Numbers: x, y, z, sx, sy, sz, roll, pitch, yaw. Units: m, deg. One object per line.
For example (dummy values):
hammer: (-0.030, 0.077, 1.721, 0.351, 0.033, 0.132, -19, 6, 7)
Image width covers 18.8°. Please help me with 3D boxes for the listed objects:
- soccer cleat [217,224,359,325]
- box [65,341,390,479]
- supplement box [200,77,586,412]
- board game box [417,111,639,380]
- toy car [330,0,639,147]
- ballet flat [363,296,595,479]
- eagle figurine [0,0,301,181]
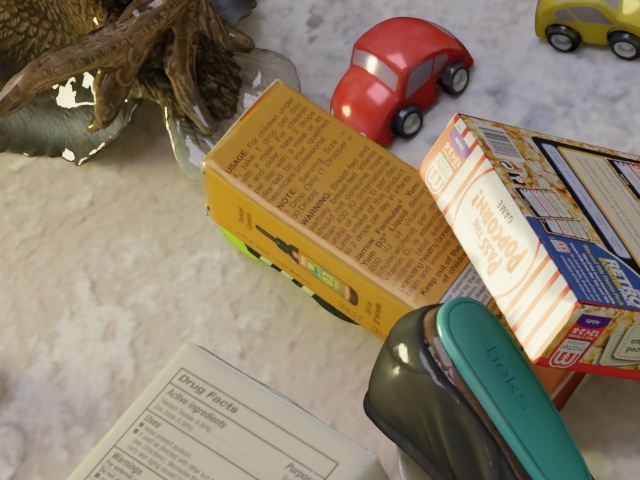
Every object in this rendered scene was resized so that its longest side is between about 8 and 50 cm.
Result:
soccer cleat: (0.000, 0.000, 1.148, 0.179, 0.072, 0.060, 25, 66, 33)
box: (-0.099, 0.220, 0.986, 0.148, 0.121, 0.311, 29, 69, 36)
supplement box: (0.046, 0.010, 1.072, 0.233, 0.078, 0.080, 33, 69, 12)
board game box: (0.163, 0.010, 1.014, 0.045, 0.193, 0.147, -56, 41, 29)
toy car: (0.101, -0.182, 1.261, 0.239, 0.053, 0.225, -18, 50, 7)
ballet flat: (0.116, 0.158, 0.964, 0.096, 0.095, 0.280, -46, 67, 31)
eagle figurine: (-0.151, -0.162, 1.286, 0.226, 0.225, 0.298, 2, 6, -27)
